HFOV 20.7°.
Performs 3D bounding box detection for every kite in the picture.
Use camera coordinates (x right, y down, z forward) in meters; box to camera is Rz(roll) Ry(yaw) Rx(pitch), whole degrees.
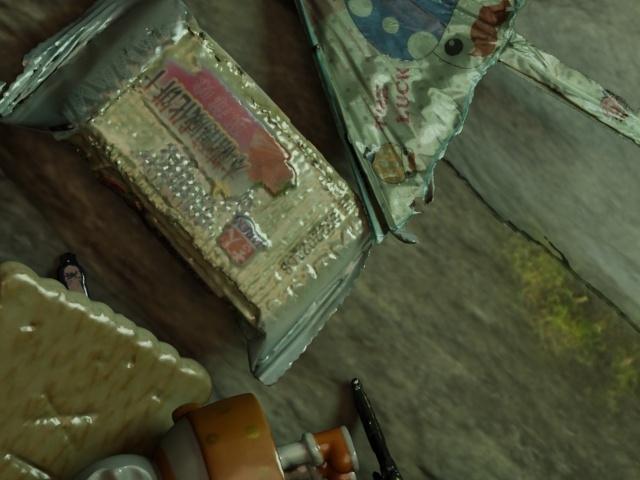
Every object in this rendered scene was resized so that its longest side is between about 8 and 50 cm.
[{"bbox_3d":[0.114,-0.178,1.393,0.368,0.014,0.406,31,71,-2],"label":"kite"}]

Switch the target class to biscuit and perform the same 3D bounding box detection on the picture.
[{"bbox_3d":[-0.236,0.191,1.297,0.217,0.044,0.325,32,85,-32],"label":"biscuit"},{"bbox_3d":[-0.088,-0.055,1.342,0.186,0.079,0.309,-44,101,-15],"label":"biscuit"}]

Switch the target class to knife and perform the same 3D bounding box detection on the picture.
[{"bbox_3d":[0.050,0.176,1.326,0.021,0.222,0.045,-19,117,-2],"label":"knife"},{"bbox_3d":[-0.180,0.068,1.351,0.031,0.018,0.121,-13,94,-12],"label":"knife"}]

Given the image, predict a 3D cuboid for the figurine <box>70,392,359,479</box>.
[{"bbox_3d":[-0.107,0.187,1.284,0.271,0.143,0.143,-2,92,-1],"label":"figurine"}]
